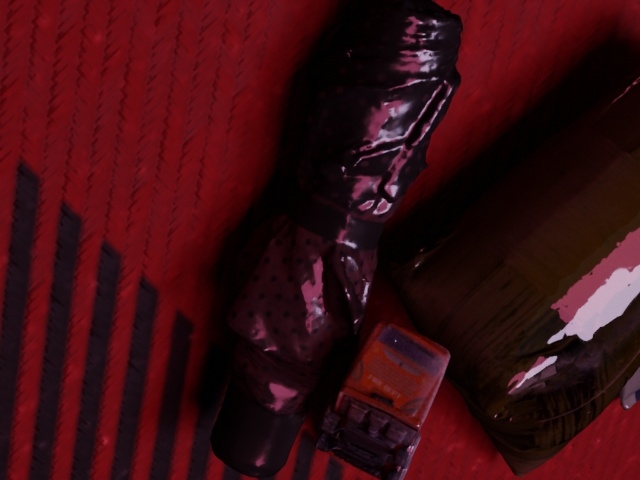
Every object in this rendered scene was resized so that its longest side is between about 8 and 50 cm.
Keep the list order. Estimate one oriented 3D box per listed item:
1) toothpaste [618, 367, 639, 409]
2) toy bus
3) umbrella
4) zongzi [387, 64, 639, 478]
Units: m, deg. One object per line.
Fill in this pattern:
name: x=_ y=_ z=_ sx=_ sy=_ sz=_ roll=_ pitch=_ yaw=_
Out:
toothpaste: x=0.244 y=0.048 z=1.250 sx=0.062 sy=0.037 sz=0.216 roll=-32 pitch=136 yaw=-14
toy bus: x=0.041 y=0.109 z=1.060 sx=0.077 sy=0.065 sz=0.192 roll=-61 pitch=174 yaw=-16
umbrella: x=0.000 y=0.000 z=1.002 sx=0.090 sy=0.094 sz=0.326 roll=-54 pitch=167 yaw=-72
zongzi: x=0.204 y=0.031 z=1.152 sx=0.274 sy=0.145 sz=0.300 roll=-42 pitch=149 yaw=-5
